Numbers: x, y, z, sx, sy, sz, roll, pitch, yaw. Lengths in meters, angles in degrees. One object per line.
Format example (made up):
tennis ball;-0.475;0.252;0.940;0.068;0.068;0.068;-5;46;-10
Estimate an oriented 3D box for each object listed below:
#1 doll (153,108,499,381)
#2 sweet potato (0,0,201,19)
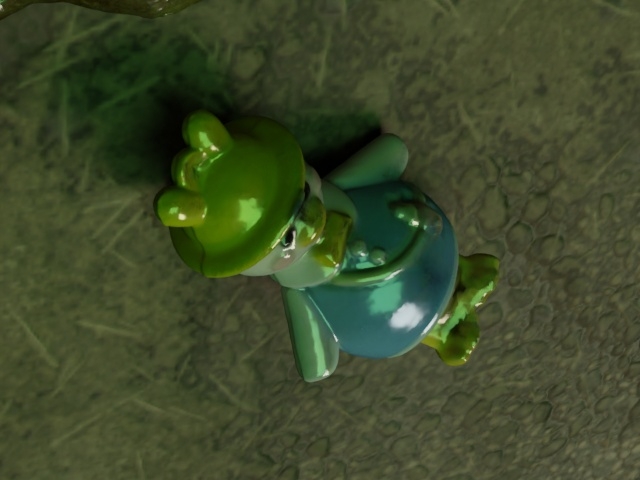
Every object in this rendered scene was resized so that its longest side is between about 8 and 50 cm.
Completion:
doll;0.000;0.001;0.795;0.241;0.099;0.135;27;110;-41
sweet potato;-0.111;-0.126;0.683;0.153;0.038;0.041;-12;104;-20
